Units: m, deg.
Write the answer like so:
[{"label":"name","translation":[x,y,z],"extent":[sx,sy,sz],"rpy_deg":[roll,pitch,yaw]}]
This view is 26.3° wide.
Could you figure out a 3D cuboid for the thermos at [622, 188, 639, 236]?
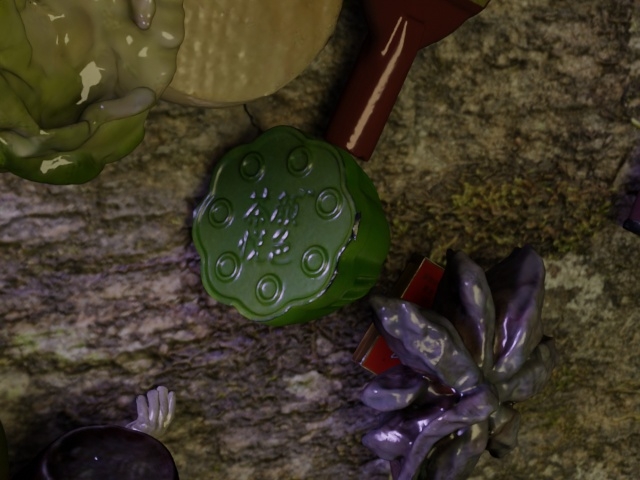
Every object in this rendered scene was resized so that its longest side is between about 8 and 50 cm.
[{"label":"thermos","translation":[0.459,-0.143,1.522],"extent":[0.136,0.109,0.330],"rpy_deg":[21,93,-33]}]

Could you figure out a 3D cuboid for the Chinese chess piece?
[{"label":"Chinese chess piece","translation":[-0.097,-0.239,1.178],"extent":[0.251,0.097,0.251],"rpy_deg":[-9,108,-29]}]

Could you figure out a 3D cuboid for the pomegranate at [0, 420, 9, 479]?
[{"label":"pomegranate","translation":[-0.329,0.189,1.107],"extent":[0.179,0.210,0.179],"rpy_deg":[17,55,-27]}]

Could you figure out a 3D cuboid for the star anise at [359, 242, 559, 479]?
[{"label":"star anise","translation":[0.154,0.155,1.387],"extent":[0.316,0.139,0.359],"rpy_deg":[-51,135,-4]}]

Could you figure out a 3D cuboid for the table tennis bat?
[{"label":"table tennis bat","translation":[0.107,-0.271,1.272],"extent":[0.268,0.051,0.415],"rpy_deg":[9,108,-58]}]

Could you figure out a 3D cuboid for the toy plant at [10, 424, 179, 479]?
[{"label":"toy plant","translation":[-0.205,0.282,1.234],"extent":[0.218,0.175,0.235],"rpy_deg":[4,129,-24]}]

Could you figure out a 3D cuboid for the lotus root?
[{"label":"lotus root","translation":[0.000,0.000,1.278],"extent":[0.186,0.186,0.186],"rpy_deg":[-9,108,-28]}]

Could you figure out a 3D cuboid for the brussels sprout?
[{"label":"brussels sprout","translation":[-0.288,-0.183,0.965],"extent":[0.371,0.315,0.276],"rpy_deg":[12,81,-36]}]

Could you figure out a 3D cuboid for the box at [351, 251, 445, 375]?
[{"label":"box","translation":[0.100,0.089,1.430],"extent":[0.090,0.023,0.133],"rpy_deg":[34,86,-31]}]

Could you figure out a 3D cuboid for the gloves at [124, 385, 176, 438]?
[{"label":"gloves","translation":[-0.164,0.175,1.297],"extent":[0.081,0.037,0.044],"rpy_deg":[-64,159,-6]}]
